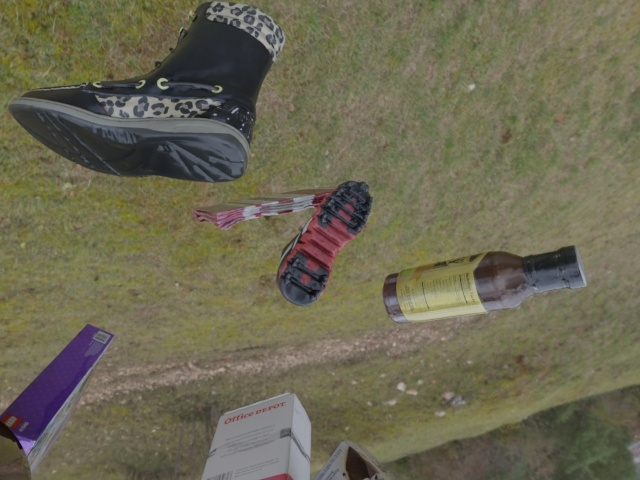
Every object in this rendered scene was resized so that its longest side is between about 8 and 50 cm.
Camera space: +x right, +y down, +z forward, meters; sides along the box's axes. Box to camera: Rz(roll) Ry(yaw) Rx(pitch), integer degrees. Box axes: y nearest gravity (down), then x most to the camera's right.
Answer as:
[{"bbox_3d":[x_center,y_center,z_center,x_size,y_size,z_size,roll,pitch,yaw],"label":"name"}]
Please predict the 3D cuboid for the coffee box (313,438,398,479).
[{"bbox_3d":[0.109,0.494,0.674,0.168,0.297,0.119,-51,143,-10],"label":"coffee box"}]

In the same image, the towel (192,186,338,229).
[{"bbox_3d":[-0.103,-0.081,0.961,0.329,0.237,0.037,-13,103,-25],"label":"towel"}]

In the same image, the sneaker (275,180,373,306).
[{"bbox_3d":[0.000,0.000,0.820,0.097,0.135,0.276,37,72,-13],"label":"sneaker"}]

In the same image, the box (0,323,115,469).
[{"bbox_3d":[-0.428,0.277,0.645,0.057,0.293,0.201,29,97,-13],"label":"box"}]

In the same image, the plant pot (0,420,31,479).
[{"bbox_3d":[-0.328,0.175,0.268,0.215,0.215,0.230,-3,144,-27],"label":"plant pot"}]

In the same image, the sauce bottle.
[{"bbox_3d":[0.286,0.081,0.782,0.344,0.111,0.111,-15,149,33],"label":"sauce bottle"}]

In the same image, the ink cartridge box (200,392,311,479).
[{"bbox_3d":[-0.132,0.489,0.905,0.207,0.283,0.117,-21,110,9],"label":"ink cartridge box"}]

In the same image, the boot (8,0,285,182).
[{"bbox_3d":[-0.160,-0.154,0.423,0.236,0.179,0.085,10,153,12],"label":"boot"}]
